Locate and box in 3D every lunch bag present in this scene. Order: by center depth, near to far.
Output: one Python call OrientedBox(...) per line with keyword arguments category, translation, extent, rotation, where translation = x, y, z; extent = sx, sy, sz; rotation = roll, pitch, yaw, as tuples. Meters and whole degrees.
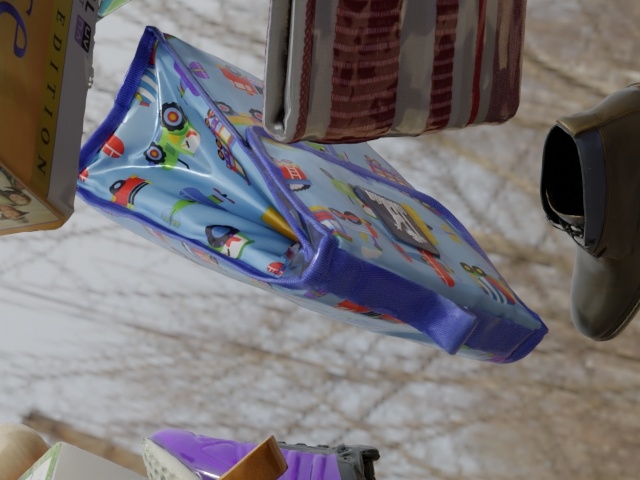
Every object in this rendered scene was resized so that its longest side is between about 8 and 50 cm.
OrientedBox(category="lunch bag", translation=(0.000, 0.000, 1.115), extent=(0.221, 0.293, 0.138), rotation=(24, -80, -44))

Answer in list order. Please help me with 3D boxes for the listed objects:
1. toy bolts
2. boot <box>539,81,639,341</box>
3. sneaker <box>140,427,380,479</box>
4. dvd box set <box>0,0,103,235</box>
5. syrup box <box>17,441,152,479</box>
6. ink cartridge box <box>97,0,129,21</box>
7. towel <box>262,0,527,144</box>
OrientedBox(category="toy bolts", translation=(-0.163, 0.183, 1.232), extent=(0.218, 0.158, 0.228), rotation=(-38, -4, -27))
OrientedBox(category="boot", translation=(0.193, -0.013, 1.212), extent=(0.106, 0.082, 0.219), rotation=(-15, -54, -34))
OrientedBox(category="sneaker", translation=(-0.023, 0.215, 1.378), extent=(0.146, 0.293, 0.102), rotation=(-33, -54, -29))
OrientedBox(category="dvd box set", translation=(-0.189, -0.223, 0.562), extent=(0.420, 0.062, 0.308), rotation=(52, -144, -57))
OrientedBox(category="syrup box", translation=(-0.169, 0.216, 0.942), extent=(0.237, 0.096, 0.093), rotation=(-44, 26, 43))
OrientedBox(category="ink cartridge box", translation=(-0.180, -0.186, 1.155), extent=(0.062, 0.209, 0.109), rotation=(46, -135, -21))
OrientedBox(category="towel", translation=(0.050, -0.174, 0.890), extent=(0.329, 0.037, 0.237), rotation=(-14, -72, -65))
